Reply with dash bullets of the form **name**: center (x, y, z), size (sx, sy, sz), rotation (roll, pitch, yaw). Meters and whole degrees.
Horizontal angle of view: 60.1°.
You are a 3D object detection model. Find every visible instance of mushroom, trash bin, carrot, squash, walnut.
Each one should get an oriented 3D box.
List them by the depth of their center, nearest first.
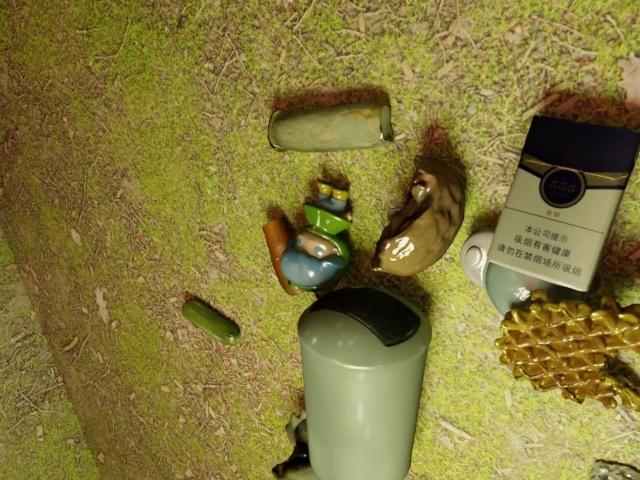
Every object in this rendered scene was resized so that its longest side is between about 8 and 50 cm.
- **walnut**: center (0.191, -0.024, 1.060), size (0.141, 0.204, 0.238), rotation (24, 130, 4)
- **mushroom**: center (0.009, -0.240, 1.192), size (0.311, 0.081, 0.100), rotation (5, 116, 36)
- **trash bin**: center (0.091, 0.313, 1.216), size (0.280, 0.280, 0.433), rotation (17, 120, 33)
- **carrot**: center (-0.086, 0.041, 1.375), size (0.087, 0.087, 0.194), rotation (-19, 95, 42)
- **mushroom**: center (0.018, 0.580, 1.390), size (0.291, 0.217, 0.212), rotation (21, 138, 22)
- **squash**: center (-0.333, 0.246, 1.665), size (0.238, 0.069, 0.069), rotation (27, 122, 28)

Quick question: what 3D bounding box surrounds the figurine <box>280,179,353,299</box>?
- **figurine**: center (0.000, 0.000, 1.264), size (0.162, 0.143, 0.264), rotation (21, 102, 22)

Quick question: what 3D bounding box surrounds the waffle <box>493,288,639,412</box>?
- **waffle**: center (0.432, 0.184, 0.942), size (0.259, 0.069, 0.293), rotation (11, 140, 22)

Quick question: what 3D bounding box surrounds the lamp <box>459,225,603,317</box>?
- **lamp**: center (0.364, 0.067, 1.007), size (0.246, 0.107, 0.180), rotation (32, 120, 26)

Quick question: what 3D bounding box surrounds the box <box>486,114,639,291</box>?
- **box**: center (0.392, -0.063, 0.899), size (0.168, 0.071, 0.260), rotation (19, 96, 33)

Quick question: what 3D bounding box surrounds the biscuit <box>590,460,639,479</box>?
- **biscuit**: center (0.584, 0.507, 1.046), size (0.188, 0.040, 0.265), rotation (53, 131, 7)
